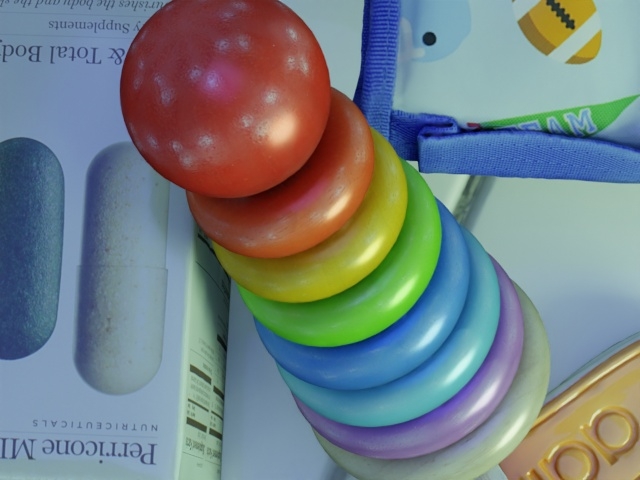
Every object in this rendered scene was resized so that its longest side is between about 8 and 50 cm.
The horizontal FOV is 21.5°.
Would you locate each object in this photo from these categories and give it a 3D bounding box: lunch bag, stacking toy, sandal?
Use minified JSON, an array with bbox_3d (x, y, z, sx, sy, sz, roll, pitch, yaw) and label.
[{"bbox_3d":[0.184,-0.212,0.901,0.327,0.239,0.386,3,73,2],"label":"lunch bag"},{"bbox_3d":[0.000,0.000,0.807,0.141,0.330,0.141,-13,56,19],"label":"stacking toy"},{"bbox_3d":[0.119,0.138,0.922,0.265,0.076,0.102,-43,81,-5],"label":"sandal"}]

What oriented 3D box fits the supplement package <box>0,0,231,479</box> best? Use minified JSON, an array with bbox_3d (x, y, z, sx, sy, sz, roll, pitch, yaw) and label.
[{"bbox_3d":[-0.152,-0.001,0.895,0.199,0.198,0.263,2,81,2],"label":"supplement package"}]
